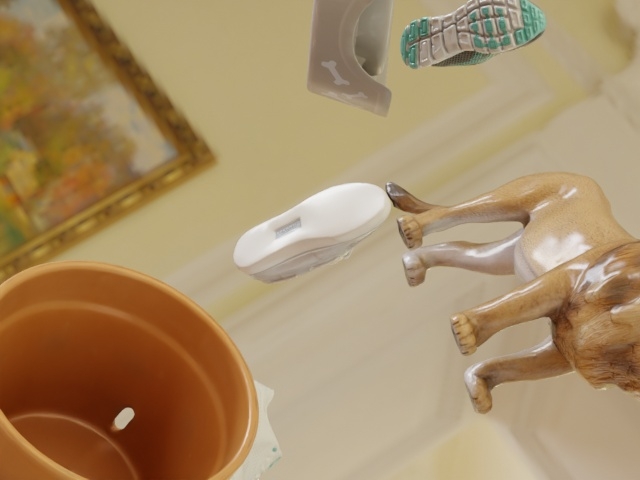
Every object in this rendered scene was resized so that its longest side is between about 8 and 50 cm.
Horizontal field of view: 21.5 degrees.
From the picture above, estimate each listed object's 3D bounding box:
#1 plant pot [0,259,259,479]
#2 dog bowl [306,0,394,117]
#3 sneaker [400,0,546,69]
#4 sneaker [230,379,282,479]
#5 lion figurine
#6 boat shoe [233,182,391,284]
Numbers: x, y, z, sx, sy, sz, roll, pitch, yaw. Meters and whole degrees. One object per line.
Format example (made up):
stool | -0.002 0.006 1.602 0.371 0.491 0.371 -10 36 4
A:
plant pot | -0.233 0.192 1.677 0.291 0.291 0.203 52 -48 22
dog bowl | 0.048 -0.322 1.986 0.349 0.102 0.348 6 90 -90
sneaker | 0.165 -0.211 1.723 0.166 0.076 0.065 -6 -96 40
sneaker | -0.091 0.268 2.031 0.080 0.094 0.212 -22 -121 57
lion figurine | 0.204 0.019 1.376 0.392 0.240 0.142 -114 -175 -53
boat shoe | 0.000 0.000 1.732 0.063 0.184 0.066 40 31 -44
